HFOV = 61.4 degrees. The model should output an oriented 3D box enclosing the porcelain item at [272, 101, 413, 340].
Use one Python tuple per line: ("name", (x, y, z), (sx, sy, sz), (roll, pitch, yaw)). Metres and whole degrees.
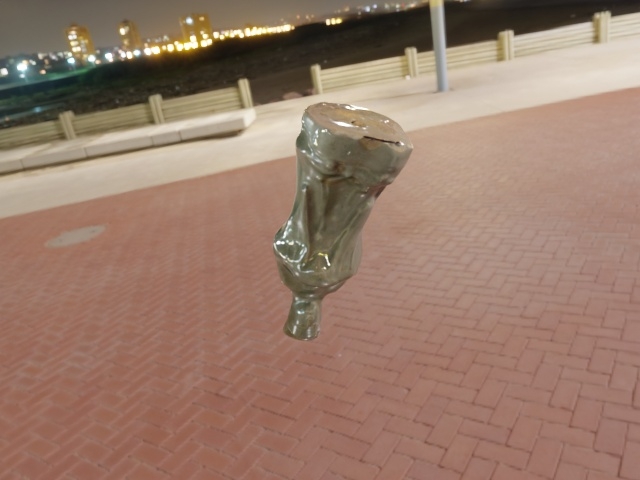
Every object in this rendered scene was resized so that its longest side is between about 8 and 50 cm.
("porcelain item", (0.000, 0.000, 0.447), (0.081, 0.215, 0.069), (6, 31, -19))
